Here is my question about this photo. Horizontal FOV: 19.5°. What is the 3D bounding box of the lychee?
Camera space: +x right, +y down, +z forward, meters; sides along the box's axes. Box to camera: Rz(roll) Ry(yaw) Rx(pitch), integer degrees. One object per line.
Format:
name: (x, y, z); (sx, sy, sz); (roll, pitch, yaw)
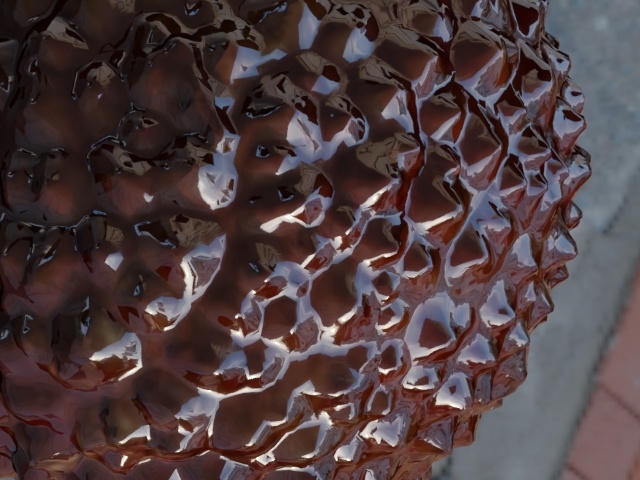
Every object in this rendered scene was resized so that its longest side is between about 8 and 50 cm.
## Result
lychee: (-0.031, -0.023, 0.675); (0.264, 0.264, 0.300); (70, 24, -11)
